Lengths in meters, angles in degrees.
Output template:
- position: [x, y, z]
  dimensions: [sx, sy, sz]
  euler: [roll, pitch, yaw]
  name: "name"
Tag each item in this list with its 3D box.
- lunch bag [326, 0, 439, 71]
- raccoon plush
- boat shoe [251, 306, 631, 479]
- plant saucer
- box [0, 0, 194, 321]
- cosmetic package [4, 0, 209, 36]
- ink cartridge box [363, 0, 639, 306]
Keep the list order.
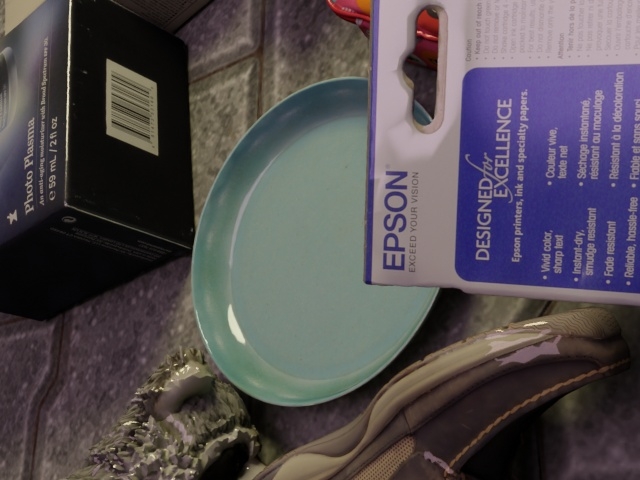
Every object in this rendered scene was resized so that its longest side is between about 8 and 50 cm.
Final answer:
- position: [0.167, -0.255, 0.702]
  dimensions: [0.293, 0.120, 0.258]
  euler: [32, 93, 40]
  name: "lunch bag"
- position: [-0.256, 0.231, 0.717]
  dimensions: [0.216, 0.447, 0.299]
  euler: [141, 137, -67]
  name: "raccoon plush"
- position: [0.088, 0.168, 0.608]
  dimensions: [0.355, 0.132, 0.130]
  euler: [-44, 64, 40]
  name: "boat shoe"
- position: [0.000, 0.000, 0.798]
  dimensions: [0.318, 0.044, 0.317]
  euler: [-15, 65, 36]
  name: "plant saucer"
- position: [-0.320, -0.092, 1.013]
  dimensions: [0.294, 0.183, 0.296]
  euler: [-25, 60, 34]
  name: "box"
- position: [-0.236, -0.338, 1.043]
  dimensions: [0.310, 0.160, 0.113]
  euler: [-29, 57, 29]
  name: "cosmetic package"
- position: [0.187, -0.111, 0.548]
  dimensions: [0.308, 0.072, 0.303]
  euler: [4, 95, 22]
  name: "ink cartridge box"
